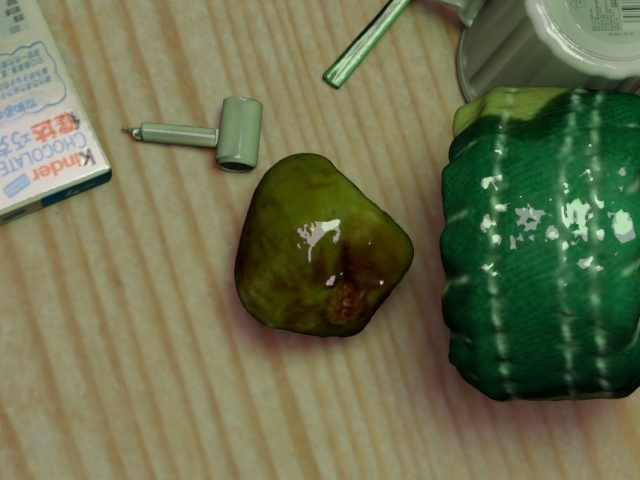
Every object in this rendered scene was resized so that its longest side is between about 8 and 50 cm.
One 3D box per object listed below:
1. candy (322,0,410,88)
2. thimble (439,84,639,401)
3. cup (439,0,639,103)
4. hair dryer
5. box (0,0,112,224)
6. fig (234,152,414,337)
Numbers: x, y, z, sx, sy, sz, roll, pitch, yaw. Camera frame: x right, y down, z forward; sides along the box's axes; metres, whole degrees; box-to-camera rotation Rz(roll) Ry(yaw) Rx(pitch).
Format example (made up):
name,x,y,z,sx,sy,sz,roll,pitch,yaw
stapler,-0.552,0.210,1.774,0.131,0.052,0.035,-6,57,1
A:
name,x,y,z,sx,sy,sz,roll,pitch,yaw
candy,0.090,-0.246,1.448,0.073,0.077,0.262,40,85,6
thimble,0.195,0.010,1.287,0.167,0.288,0.254,0,51,13
cup,0.198,-0.183,1.367,0.221,0.202,0.166,1,77,-9
hair dryer,-0.116,-0.099,1.407,0.124,0.038,0.063,5,75,2
box,-0.358,-0.124,1.375,0.273,0.048,0.265,-22,81,-11
fig,0.000,0.000,1.347,0.154,0.144,0.165,-24,69,26
